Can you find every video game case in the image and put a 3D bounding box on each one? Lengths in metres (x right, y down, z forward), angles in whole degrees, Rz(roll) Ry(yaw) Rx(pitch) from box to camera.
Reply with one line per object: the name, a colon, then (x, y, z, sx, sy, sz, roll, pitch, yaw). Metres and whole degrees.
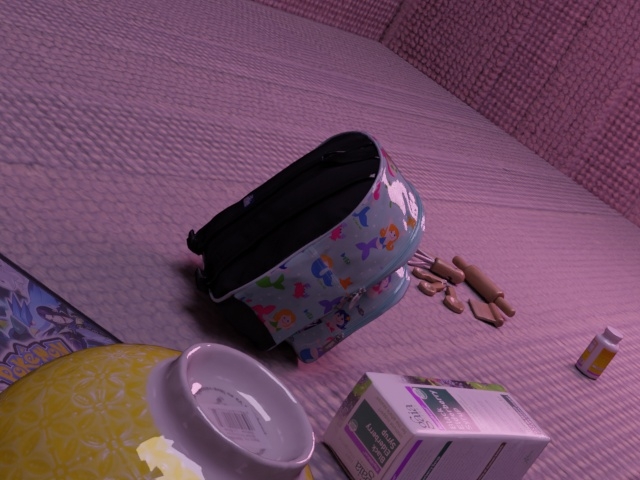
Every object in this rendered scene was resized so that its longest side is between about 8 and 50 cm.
video game case: (-0.289, 0.093, 0.883, 0.248, 0.035, 0.275, 34, 19, 10)

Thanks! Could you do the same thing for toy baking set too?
toy baking set: (0.209, 0.052, 1.746, 0.197, 0.030, 0.256, 15, 25, -39)

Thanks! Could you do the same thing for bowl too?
bowl: (-0.094, 0.167, 0.747, 0.289, 0.156, 0.289, 35, 20, -15)

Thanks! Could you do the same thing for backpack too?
backpack: (0.000, 0.000, 1.227, 0.191, 0.253, 0.225, 44, 11, -26)

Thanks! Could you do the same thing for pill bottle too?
pill bottle: (0.454, 0.181, 1.709, 0.043, 0.083, 0.043, 27, 20, -11)

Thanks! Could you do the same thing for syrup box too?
syrup box: (0.127, 0.211, 1.121, 0.237, 0.096, 0.093, 13, 26, -44)
